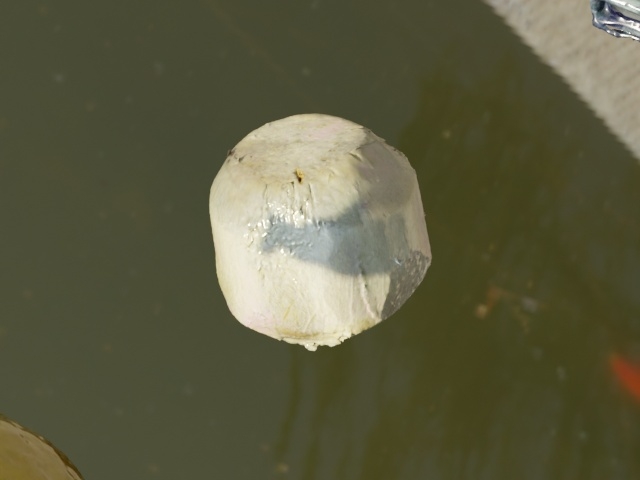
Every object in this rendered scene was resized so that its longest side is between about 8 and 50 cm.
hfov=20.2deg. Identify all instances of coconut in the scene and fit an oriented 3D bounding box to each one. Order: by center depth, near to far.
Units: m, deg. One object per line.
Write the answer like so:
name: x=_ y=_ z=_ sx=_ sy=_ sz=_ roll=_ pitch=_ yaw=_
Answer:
coconut: x=0.000 y=0.001 z=1.847 sx=0.227 sy=0.227 sz=0.230 roll=0 pitch=122 yaw=22

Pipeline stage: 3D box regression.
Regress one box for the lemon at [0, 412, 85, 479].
lemon: x=-0.206 y=0.183 z=0.788 sx=0.228 sy=0.253 sz=0.228 roll=17 pitch=120 yaw=31

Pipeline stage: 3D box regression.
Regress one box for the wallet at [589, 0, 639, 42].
wallet: x=0.262 y=-0.136 z=0.864 sx=0.222 sy=0.167 sz=0.036 roll=25 pitch=160 yaw=19
